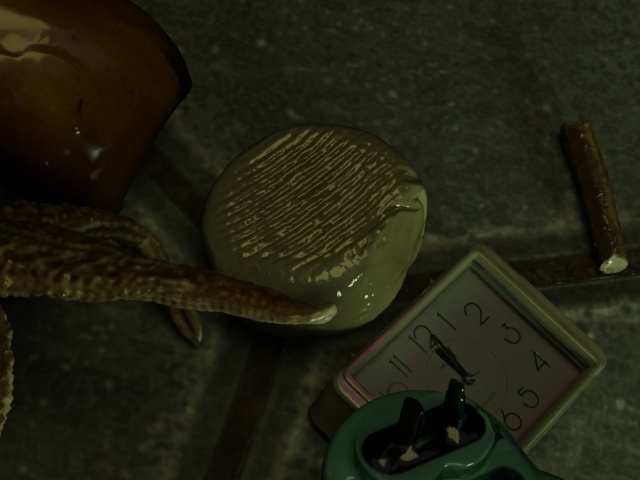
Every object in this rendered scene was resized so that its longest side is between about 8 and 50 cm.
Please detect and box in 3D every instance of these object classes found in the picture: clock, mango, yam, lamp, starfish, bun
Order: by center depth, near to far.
[{"bbox_3d":[0.104,0.223,1.009,0.209,0.147,0.284,-19,72,-27],"label":"lamp"},{"bbox_3d":[-0.226,0.056,1.017,0.398,0.132,0.384,-11,27,-38],"label":"starfish"},{"bbox_3d":[-0.245,-0.142,1.174,0.287,0.153,0.201,24,26,-14],"label":"mango"},{"bbox_3d":[0.105,0.111,1.182,0.147,0.071,0.192,44,58,10],"label":"clock"},{"bbox_3d":[0.000,0.000,1.189,0.173,0.113,0.167,-11,57,3],"label":"bun"},{"bbox_3d":[0.238,-0.041,1.340,0.032,0.032,0.145,-1,62,-18],"label":"yam"}]
